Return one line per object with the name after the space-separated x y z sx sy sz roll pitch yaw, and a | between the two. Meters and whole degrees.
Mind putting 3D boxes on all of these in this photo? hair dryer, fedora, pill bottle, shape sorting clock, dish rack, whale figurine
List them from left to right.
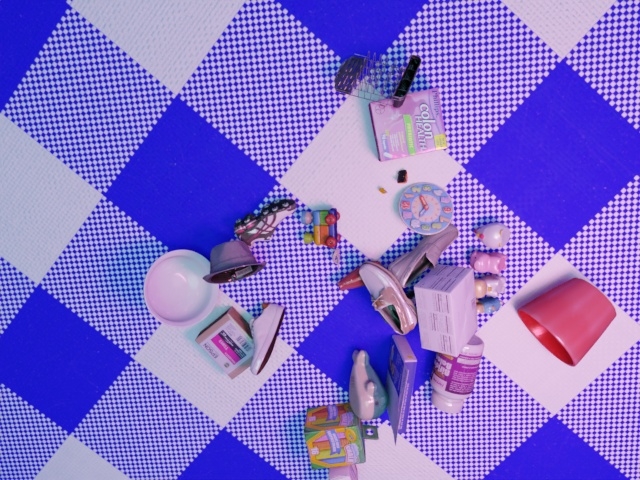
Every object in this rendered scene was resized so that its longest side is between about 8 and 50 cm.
-0.337 0.075 1.752 0.244 0.275 0.124 -14 77 -12 | fedora
0.194 0.576 1.852 0.141 0.216 0.272 -1 76 -16 | whale figurine
0.208 0.189 1.780 0.294 0.080 0.223 14 72 4 | hair dryer
0.190 -0.570 1.593 0.272 0.074 0.208 19 64 13 | dish rack
0.396 -0.121 1.725 0.206 0.040 0.206 -1 75 4 | shape sorting clock
0.530 0.517 1.821 0.169 0.169 0.301 10 102 1 | pill bottle

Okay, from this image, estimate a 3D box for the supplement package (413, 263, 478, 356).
0.468 0.251 1.700 0.145 0.204 0.261 7 117 39 | supplement package

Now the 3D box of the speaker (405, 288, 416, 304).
0.393 0.212 1.823 0.136 0.055 0.055 -28 99 9 | speaker

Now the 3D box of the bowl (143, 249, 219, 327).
-0.561 0.188 1.806 0.298 0.134 0.297 5 82 -36 | bowl

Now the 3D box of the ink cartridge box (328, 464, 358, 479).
0.097 0.978 1.921 0.092 0.218 0.158 -17 101 7 | ink cartridge box

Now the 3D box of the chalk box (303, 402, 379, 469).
0.092 0.799 1.905 0.289 0.180 0.179 -11 101 4 | chalk box

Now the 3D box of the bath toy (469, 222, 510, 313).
0.627 0.099 1.755 0.129 0.151 0.348 17 110 46 | bath toy

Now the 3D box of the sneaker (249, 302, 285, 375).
-0.241 0.386 1.832 0.123 0.106 0.290 15 63 8 | sneaker

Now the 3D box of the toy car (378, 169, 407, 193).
0.281 -0.222 1.756 0.122 0.060 0.040 -22 145 24 | toy car

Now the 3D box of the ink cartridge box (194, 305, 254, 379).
-0.364 0.422 1.897 0.193 0.088 0.234 -40 98 9 | ink cartridge box

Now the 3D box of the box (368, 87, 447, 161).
0.312 -0.413 1.661 0.243 0.117 0.213 -11 101 5 | box

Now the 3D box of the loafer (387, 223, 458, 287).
0.402 0.061 1.732 0.319 0.111 0.112 -39 136 -2 | loafer

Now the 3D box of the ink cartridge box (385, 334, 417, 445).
0.312 0.565 1.773 0.072 0.307 0.303 6 103 -4 | ink cartridge box

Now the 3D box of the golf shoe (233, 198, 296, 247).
-0.201 -0.072 1.787 0.273 0.105 0.120 -24 115 14 | golf shoe

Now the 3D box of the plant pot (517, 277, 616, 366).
0.926 0.285 1.714 0.243 0.275 0.275 -40 97 1 | plant pot

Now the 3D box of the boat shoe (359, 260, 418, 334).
0.243 0.211 1.688 0.302 0.103 0.113 48 143 0 | boat shoe

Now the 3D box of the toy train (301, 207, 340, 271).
0.000 0.000 1.783 0.143 0.105 0.248 2 103 14 | toy train
